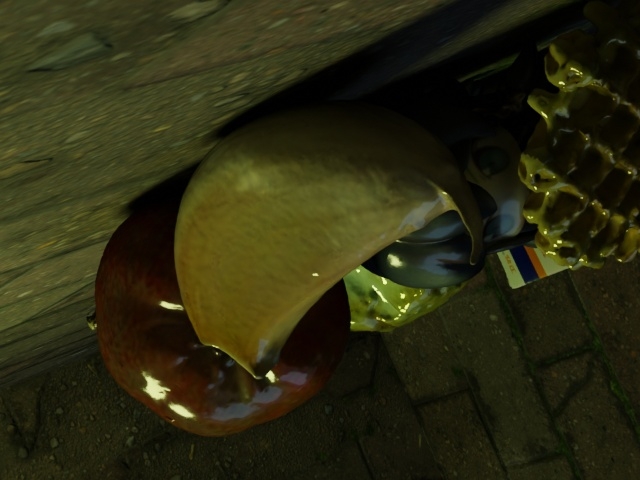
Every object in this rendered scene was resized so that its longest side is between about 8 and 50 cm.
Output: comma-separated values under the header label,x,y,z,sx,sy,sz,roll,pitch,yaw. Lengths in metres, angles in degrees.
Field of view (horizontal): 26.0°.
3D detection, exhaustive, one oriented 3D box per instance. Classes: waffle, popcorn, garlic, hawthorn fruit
label,x,y,z,sx,sy,sz,roll,pitch,yaw
waffle,0.254,-0.091,1.075,0.249,0.253,0.056,-34,-136,-17
popcorn,0.062,-0.012,1.331,0.221,0.184,0.204,-27,-154,20
garlic,0.000,-0.015,0.929,0.145,0.164,0.245,3,154,-42
hawthorn fruit,-0.080,0.044,1.153,0.210,0.211,0.262,-23,-168,4

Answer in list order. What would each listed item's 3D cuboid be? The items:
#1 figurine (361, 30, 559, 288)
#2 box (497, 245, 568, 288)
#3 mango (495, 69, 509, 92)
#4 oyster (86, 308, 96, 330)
label,x,y,z,sx,sy,sz,roll,pitch,yaw
figurine,0.129,-0.057,1.141,0.265,0.175,0.197,-10,174,-42
box,0.276,-0.078,1.541,0.106,0.200,0.299,-23,177,-23
mango,0.231,-0.081,1.313,0.120,0.151,0.221,-47,155,-12
oyster,-0.256,0.087,1.902,0.105,0.056,0.177,-16,-175,24
